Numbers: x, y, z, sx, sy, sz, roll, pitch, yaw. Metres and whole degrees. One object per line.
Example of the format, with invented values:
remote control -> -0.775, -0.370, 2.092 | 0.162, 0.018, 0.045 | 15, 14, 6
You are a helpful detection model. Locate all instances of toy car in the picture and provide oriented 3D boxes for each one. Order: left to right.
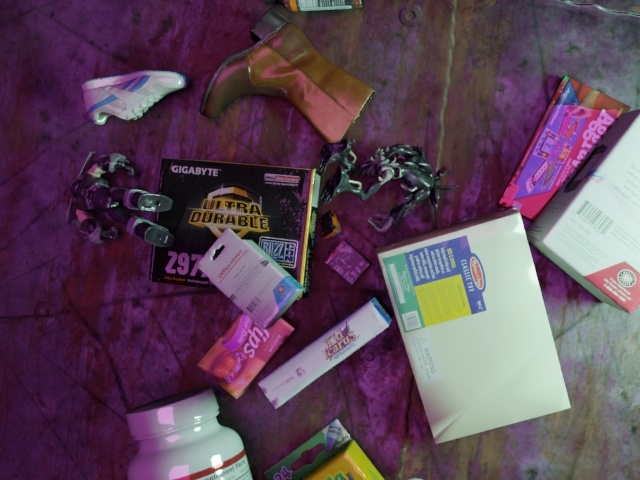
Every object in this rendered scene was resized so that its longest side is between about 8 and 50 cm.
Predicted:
toy car -> 0.000, 0.000, 1.628 | 0.040, 0.060, 0.122 | 26, 114, -36

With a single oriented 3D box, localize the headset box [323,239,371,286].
headset box -> 0.052, 0.043, 1.613 | 0.083, 0.032, 0.062 | 41, 93, 7

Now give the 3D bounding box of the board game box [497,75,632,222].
board game box -> 0.476, -0.164, 1.571 | 0.145, 0.027, 0.281 | 27, 92, 5

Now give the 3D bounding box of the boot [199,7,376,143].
boot -> -0.071, -0.282, 1.624 | 0.280, 0.096, 0.264 | 41, 86, -1

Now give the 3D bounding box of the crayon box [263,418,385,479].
crayon box -> 0.048, 0.542, 1.566 | 0.203, 0.083, 0.323 | -39, 84, 12

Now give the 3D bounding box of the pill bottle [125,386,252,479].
pill bottle -> -0.236, 0.502, 1.538 | 0.229, 0.229, 0.408 | -16, 87, 6

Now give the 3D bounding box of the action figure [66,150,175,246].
action figure -> -0.412, -0.074, 1.608 | 0.285, 0.099, 0.185 | 22, 105, 37

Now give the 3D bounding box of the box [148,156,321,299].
box -> -0.170, -0.026, 1.602 | 0.322, 0.079, 0.257 | 6, 91, 13

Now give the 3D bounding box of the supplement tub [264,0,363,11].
supplement tub -> -0.015, -0.510, 1.596 | 0.197, 0.106, 0.106 | 0, 89, 7

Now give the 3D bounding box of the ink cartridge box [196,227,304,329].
ink cartridge box -> -0.132, 0.070, 1.519 | 0.180, 0.060, 0.104 | 42, 99, 11

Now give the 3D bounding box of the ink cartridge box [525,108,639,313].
ink cartridge box -> 0.567, -0.054, 1.492 | 0.226, 0.131, 0.306 | 39, 91, -4

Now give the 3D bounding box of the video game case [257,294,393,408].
video game case -> 0.018, 0.198, 1.494 | 0.244, 0.269, 0.061 | -38, 84, 4

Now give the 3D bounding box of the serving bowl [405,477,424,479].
serving bowl -> 0.188, 0.515, 1.590 | 0.083, 0.027, 0.083 | 0, 89, 8

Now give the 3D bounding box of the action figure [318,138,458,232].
action figure -> 0.124, -0.115, 1.556 | 0.275, 0.141, 0.164 | 7, 57, -29

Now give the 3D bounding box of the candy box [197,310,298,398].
candy box -> -0.145, 0.212, 1.622 | 0.109, 0.053, 0.187 | 41, 95, 6

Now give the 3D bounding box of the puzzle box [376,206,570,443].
puzzle box -> 0.290, 0.164, 1.515 | 0.272, 0.052, 0.409 | -16, 104, 6

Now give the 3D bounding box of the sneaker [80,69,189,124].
sneaker -> -0.374, -0.297, 1.649 | 0.228, 0.087, 0.092 | -8, 95, 13
